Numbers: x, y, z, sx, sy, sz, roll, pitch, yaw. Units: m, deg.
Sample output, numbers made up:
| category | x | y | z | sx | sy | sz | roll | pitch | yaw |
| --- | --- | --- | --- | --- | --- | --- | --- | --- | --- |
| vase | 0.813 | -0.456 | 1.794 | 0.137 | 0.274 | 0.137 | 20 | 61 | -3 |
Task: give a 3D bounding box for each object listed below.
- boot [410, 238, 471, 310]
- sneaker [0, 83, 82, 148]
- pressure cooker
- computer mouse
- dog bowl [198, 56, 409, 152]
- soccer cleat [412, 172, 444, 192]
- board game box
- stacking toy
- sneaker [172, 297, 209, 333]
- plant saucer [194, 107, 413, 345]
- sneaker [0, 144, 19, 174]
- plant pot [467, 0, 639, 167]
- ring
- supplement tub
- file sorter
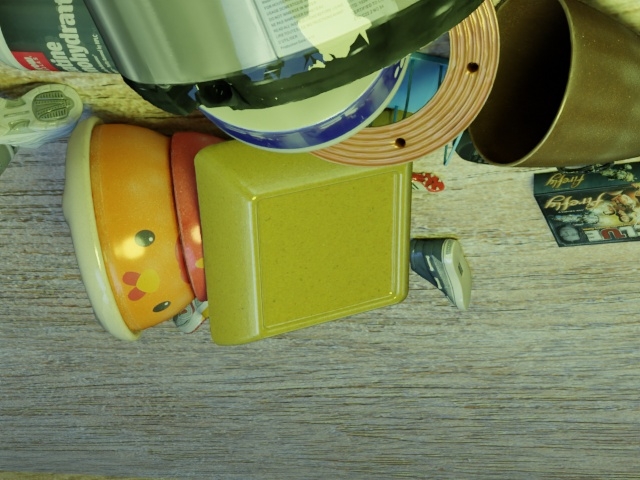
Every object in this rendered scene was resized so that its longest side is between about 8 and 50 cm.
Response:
| category | x | y | z | sx | sy | sz | roll | pitch | yaw |
| --- | --- | --- | --- | --- | --- | --- | --- | --- | --- |
| boot | 0.216 | 0.058 | 1.798 | 0.086 | 0.069 | 0.190 | 5 | 143 | 24 |
| sneaker | -0.480 | -0.172 | 1.533 | 0.232 | 0.090 | 0.115 | -5 | 163 | -12 |
| pressure cooker | -0.063 | -0.356 | 0.787 | 0.376 | 0.370 | 0.420 | 9 | 133 | 45 |
| computer mouse | 0.310 | -0.134 | 1.454 | 0.242 | 0.041 | 0.071 | 8 | 150 | -9 |
| dog bowl | -0.037 | -0.232 | 1.080 | 0.265 | 0.264 | 0.104 | 5 | 176 | 9 |
| soccer cleat | 0.155 | -0.091 | 1.581 | 0.083 | 0.029 | 0.035 | 12 | 160 | 3 |
| board game box | 0.466 | -0.055 | 1.529 | 0.243 | 0.042 | 0.165 | -6 | 148 | 26 |
| stacking toy | -0.127 | -0.053 | 1.541 | 0.480 | 0.350 | 0.350 | -11 | 149 | 0 |
| sneaker | -0.259 | 0.119 | 2.048 | 0.093 | 0.088 | 0.225 | 37 | 146 | -6 |
| plant saucer | 0.000 | 0.000 | 1.445 | 0.333 | 0.081 | 0.332 | -13 | 123 | -19 |
| sneaker | -0.579 | -0.181 | 1.559 | 0.105 | 0.115 | 0.281 | -7 | 147 | 27 |
| plant pot | 0.332 | -0.178 | 1.217 | 0.231 | 0.215 | 0.215 | 8 | 154 | -23 |
| ring | 0.050 | -0.241 | 1.220 | 0.337 | 0.032 | 0.336 | 6 | 124 | 10 |
| supplement tub | -0.288 | -0.295 | 1.188 | 0.272 | 0.191 | 0.191 | 4 | 150 | 11 |
| file sorter | 0.110 | -0.180 | 1.356 | 0.170 | 0.104 | 0.118 | 11 | 152 | -3 |
